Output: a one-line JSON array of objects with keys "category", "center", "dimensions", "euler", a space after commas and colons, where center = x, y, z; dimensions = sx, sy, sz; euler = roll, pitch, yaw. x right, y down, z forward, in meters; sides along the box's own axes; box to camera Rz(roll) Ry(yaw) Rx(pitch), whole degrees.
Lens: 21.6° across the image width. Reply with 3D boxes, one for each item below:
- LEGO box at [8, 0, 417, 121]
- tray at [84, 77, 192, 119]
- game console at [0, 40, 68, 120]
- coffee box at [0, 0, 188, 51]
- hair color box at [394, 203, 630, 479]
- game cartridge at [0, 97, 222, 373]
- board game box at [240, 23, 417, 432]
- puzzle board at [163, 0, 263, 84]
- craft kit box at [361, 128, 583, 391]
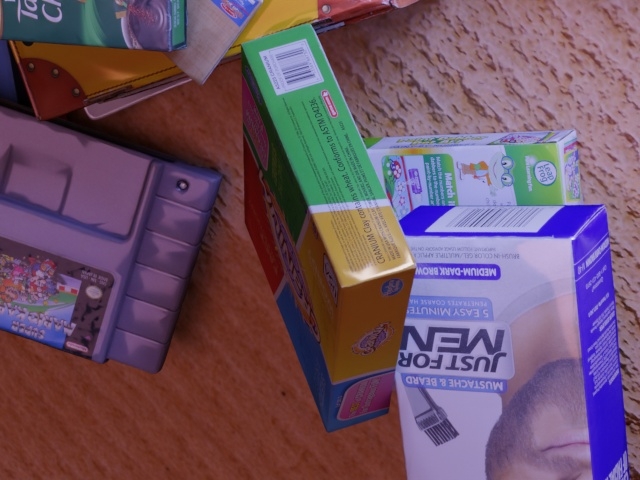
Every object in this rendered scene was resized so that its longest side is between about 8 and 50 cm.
[{"category": "LEGO box", "center": [-0.143, -0.401, 1.492], "dimensions": [0.372, 0.193, 0.500], "euler": [-15, 99, 25]}, {"category": "tray", "center": [-0.219, -0.269, 1.682], "dimensions": [0.145, 0.030, 0.270], "euler": [-20, 98, 22]}, {"category": "game console", "center": [-0.420, -0.131, 1.830], "dimensions": [0.342, 0.060, 0.387], "euler": [1, 106, 28]}, {"category": "coffee box", "center": [-0.202, -0.220, 1.424], "dimensions": [0.184, 0.040, 0.113], "euler": [8, 107, 20]}, {"category": "hair color box", "center": [0.171, 0.142, 1.518], "dimensions": [0.185, 0.110, 0.339], "euler": [0, 109, 27]}, {"category": "game cartridge", "center": [-0.301, -0.017, 1.723], "dimensions": [0.355, 0.068, 0.230], "euler": [18, 100, 2]}, {"category": "board game box", "center": [0.000, 0.000, 1.470], "dimensions": [0.316, 0.064, 0.242], "euler": [94, 157, -62]}, {"category": "puzzle board", "center": [-0.121, -0.209, 1.425], "dimensions": [0.128, 0.011, 0.096], "euler": [42, 115, 5]}, {"category": "craft kit box", "center": [0.131, 0.023, 1.591], "dimensions": [0.246, 0.061, 0.250], "euler": [1, 107, 30]}]
